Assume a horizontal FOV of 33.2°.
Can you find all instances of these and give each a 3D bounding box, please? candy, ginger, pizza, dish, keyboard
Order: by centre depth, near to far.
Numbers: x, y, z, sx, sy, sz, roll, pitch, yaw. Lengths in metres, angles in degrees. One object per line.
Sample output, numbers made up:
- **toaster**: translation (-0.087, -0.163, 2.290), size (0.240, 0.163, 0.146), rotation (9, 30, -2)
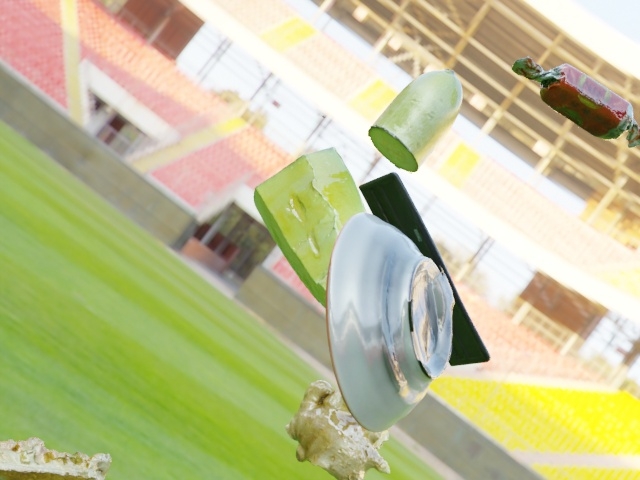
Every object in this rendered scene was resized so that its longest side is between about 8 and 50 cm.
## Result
- **dish**: translation (0.097, 0.093, 1.257), size (0.085, 0.260, 0.260), rotation (-6, -25, 24)
- **keyboard**: translation (0.107, -0.005, 1.392), size (0.381, 0.041, 0.103), rotation (57, -29, -8)
- **candy**: translation (0.464, -0.242, 1.878), size (0.292, 0.059, 0.086), rotation (30, -28, -10)
- **ginger**: translation (0.039, 0.365, 1.967), size (0.216, 0.157, 0.102), rotation (33, -8, 19)
- **pizza**: translation (-0.552, 0.470, 2.084), size (0.258, 0.087, 0.268), rotation (11, -39, -12)

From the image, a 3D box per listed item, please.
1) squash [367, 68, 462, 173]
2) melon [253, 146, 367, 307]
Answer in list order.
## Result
- **squash**: translation (0.177, -0.225, 1.888), size (0.123, 0.186, 0.123), rotation (36, -9, 7)
- **melon**: translation (0.000, 0.000, 1.880), size (0.124, 0.196, 0.323), rotation (22, 36, -52)
